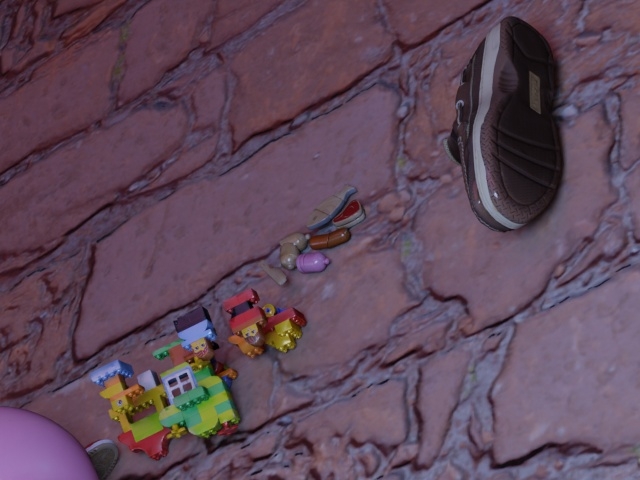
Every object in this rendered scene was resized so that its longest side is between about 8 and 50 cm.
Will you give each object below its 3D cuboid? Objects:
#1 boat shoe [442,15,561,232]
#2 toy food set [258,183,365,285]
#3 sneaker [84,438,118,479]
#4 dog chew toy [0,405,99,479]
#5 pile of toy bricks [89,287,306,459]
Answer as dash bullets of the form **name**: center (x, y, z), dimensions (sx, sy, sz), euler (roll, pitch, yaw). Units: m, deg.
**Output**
- **boat shoe**: center (0.160, -0.090, 1.726), dimensions (0.095, 0.095, 0.257), euler (-38, 24, 36)
- **toy food set**: center (0.000, 0.000, 1.857), dimensions (0.122, 0.019, 0.078), euler (-40, 32, -6)
- **sneaker**: center (-0.251, 0.225, 1.863), dimensions (0.118, 0.042, 0.067), euler (-43, 36, 7)
- **dog chew toy**: center (-0.259, 0.289, 1.671), dimensions (0.206, 0.206, 0.332), euler (-46, 41, -2)
- **pile of toy bricks**: center (-0.109, 0.138, 1.765), dimensions (0.212, 0.118, 0.105), euler (-27, 68, 11)
